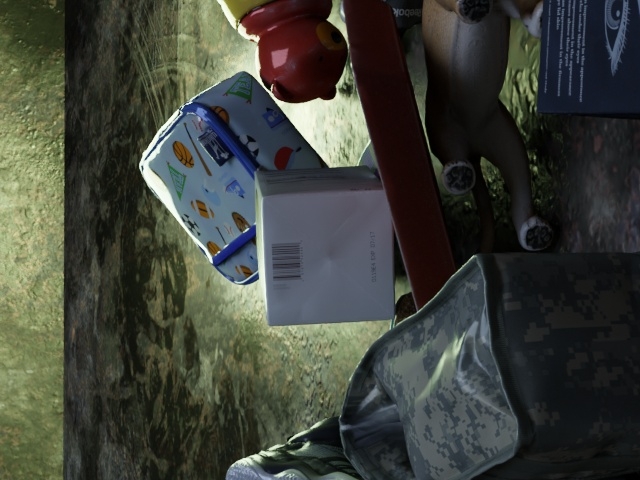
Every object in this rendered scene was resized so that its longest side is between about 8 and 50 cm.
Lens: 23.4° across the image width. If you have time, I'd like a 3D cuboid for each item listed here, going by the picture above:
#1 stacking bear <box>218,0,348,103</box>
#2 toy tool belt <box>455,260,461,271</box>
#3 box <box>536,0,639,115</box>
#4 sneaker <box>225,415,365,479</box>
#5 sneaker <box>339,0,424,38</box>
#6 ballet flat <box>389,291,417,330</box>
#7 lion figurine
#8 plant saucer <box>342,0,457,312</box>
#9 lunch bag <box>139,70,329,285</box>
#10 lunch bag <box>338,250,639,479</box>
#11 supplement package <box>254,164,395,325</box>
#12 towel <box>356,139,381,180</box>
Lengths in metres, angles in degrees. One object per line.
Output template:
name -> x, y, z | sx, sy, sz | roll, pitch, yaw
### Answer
stacking bear -> -0.049, -0.307, 1.884 | 0.164, 0.175, 0.289 | -23, 78, 35
toy tool belt -> 0.137, 0.062, 1.561 | 0.051, 0.052, 0.083 | 42, 139, 21
box -> 0.263, -0.167, 1.174 | 0.207, 0.108, 0.153 | -166, 79, -67
sneaker -> 0.038, 0.268, 1.708 | 0.269, 0.153, 0.101 | 11, 119, 33
sneaker -> 0.086, -0.283, 1.659 | 0.234, 0.078, 0.106 | 112, 147, -49
ballet flat -> 0.109, 0.157, 1.608 | 0.067, 0.073, 0.206 | 12, 105, 44
lion figurine -> 0.142, -0.174, 1.436 | 0.240, 0.142, 0.392 | -111, 26, -58
plant saucer -> 0.076, -0.094, 1.463 | 0.258, 0.048, 0.259 | -93, -11, -64
lunch bag -> -0.097, -0.066, 1.940 | 0.243, 0.115, 0.303 | 53, 156, -2
lunch bag -> 0.172, 0.124, 1.212 | 0.287, 0.235, 0.169 | 134, 130, -58
supplement package -> 0.000, 0.000, 1.669 | 0.244, 0.134, 0.139 | -116, 24, -81
towel -> 0.058, -0.078, 1.797 | 0.083, 0.009, 0.060 | 113, 150, -41
